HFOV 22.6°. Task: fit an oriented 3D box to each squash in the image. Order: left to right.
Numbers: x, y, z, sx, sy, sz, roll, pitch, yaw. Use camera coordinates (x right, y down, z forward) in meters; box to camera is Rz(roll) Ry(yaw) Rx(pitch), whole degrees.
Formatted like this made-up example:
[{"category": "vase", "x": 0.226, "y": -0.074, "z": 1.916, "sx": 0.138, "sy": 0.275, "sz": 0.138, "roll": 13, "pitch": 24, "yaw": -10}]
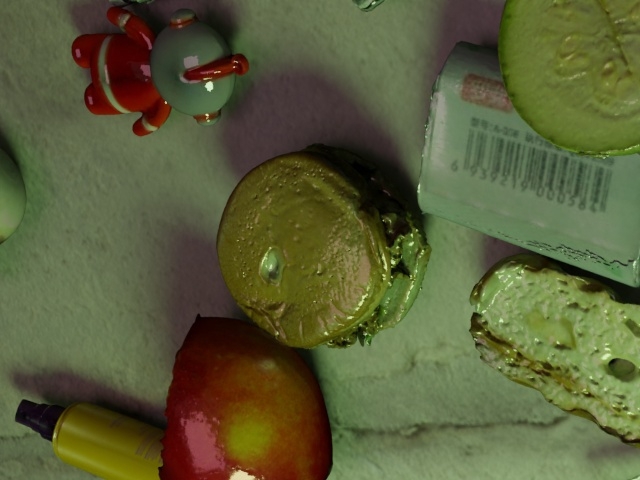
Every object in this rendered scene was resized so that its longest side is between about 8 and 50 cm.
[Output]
[{"category": "squash", "x": 0.252, "y": -0.177, "z": 1.371, "sx": 0.219, "sy": 0.041, "sz": 0.219, "roll": -4, "pitch": 80, "yaw": 26}]

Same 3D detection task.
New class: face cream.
[{"category": "face cream", "x": -0.249, "y": 0.239, "z": 1.876, "sx": 0.273, "sy": 0.078, "sz": 0.078, "roll": 16, "pitch": 114, "yaw": 28}]

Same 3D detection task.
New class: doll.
[{"category": "doll", "x": -0.164, "y": -0.180, "z": 1.680, "sx": 0.245, "sy": 0.076, "sz": 0.142, "roll": -1, "pitch": 112, "yaw": 39}]

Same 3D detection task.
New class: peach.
[{"category": "peach", "x": -0.097, "y": 0.191, "z": 1.691, "sx": 0.226, "sy": 0.190, "sz": 0.196, "roll": 56, "pitch": 140, "yaw": -3}]

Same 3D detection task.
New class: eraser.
[{"category": "eraser", "x": 0.209, "y": -0.070, "z": 1.462, "sx": 0.227, "sy": 0.081, "sz": 0.174, "roll": 20, "pitch": 117, "yaw": 26}]

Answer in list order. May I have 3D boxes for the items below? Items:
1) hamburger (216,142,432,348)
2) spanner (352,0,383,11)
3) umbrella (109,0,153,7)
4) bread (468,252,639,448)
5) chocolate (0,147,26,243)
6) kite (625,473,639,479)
[{"category": "hamburger", "x": 0.000, "y": 0.000, "z": 1.603, "sx": 0.215, "sy": 0.122, "sz": 0.189, "roll": 34, "pitch": 115, "yaw": 25}, {"category": "spanner", "x": 0.151, "y": -0.271, "z": 1.446, "sx": 0.302, "sy": 0.071, "sz": 0.017, "roll": -15, "pitch": 130, "yaw": 38}, {"category": "umbrella", "x": -0.148, "y": -0.280, "z": 1.655, "sx": 0.188, "sy": 0.046, "sz": 0.050, "roll": -10, "pitch": 97, "yaw": 41}, {"category": "bread", "x": 0.245, "y": 0.094, "z": 1.479, "sx": 0.232, "sy": 0.088, "sz": 0.128, "roll": 26, "pitch": 115, "yaw": 31}, {"category": "chocolate", "x": -0.412, "y": -0.040, "z": 1.847, "sx": 0.147, "sy": 0.221, "sz": 0.221, "roll": -21, "pitch": 94, "yaw": 18}, {"category": "kite", "x": 0.371, "y": 0.199, "z": 1.464, "sx": 0.314, "sy": 0.011, "sz": 0.335, "roll": -19, "pitch": 86, "yaw": 28}]
